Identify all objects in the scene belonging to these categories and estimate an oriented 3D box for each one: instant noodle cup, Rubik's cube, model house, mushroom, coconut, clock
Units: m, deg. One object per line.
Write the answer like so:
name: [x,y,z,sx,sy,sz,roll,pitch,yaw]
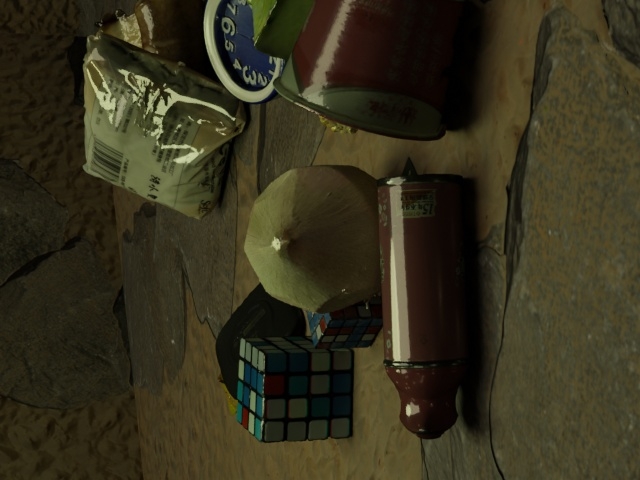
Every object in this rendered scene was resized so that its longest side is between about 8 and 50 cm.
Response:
instant noodle cup: [0.074,-0.247,1.401,0.235,0.235,0.178,-129,53,-60]
Rubik's cube: [-0.044,0.243,1.821,0.154,0.155,0.151,-164,76,-69]
model house: [0.007,-0.374,1.608,0.211,0.194,0.170,-101,29,-45]
Rubik's cube: [0.036,0.105,1.682,0.092,0.092,0.092,116,147,-50]
mushroom: [-0.352,-0.386,2.651,0.314,0.224,0.397,-12,94,48]
coconut: [0.000,0.000,1.538,0.234,0.224,0.224,-36,-46,-67]
clock: [-0.115,-0.365,1.989,0.230,0.083,0.230,23,124,41]

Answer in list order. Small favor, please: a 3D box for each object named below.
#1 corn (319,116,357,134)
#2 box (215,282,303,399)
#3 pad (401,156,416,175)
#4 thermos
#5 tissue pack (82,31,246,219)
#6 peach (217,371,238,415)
corn: [0.017,-0.282,1.726,0.093,0.093,0.244,115,145,-51]
box: [-0.122,0.176,2.070,0.212,0.042,0.201,-49,36,12]
pad: [0.118,-0.007,1.581,0.190,0.004,0.127,107,154,-42]
thermos: [0.127,0.086,1.404,0.136,0.110,0.330,171,97,-70]
tissue pack: [-0.365,-0.245,2.444,0.195,0.390,0.375,-58,-7,-40]
peach: [-0.135,0.277,2.140,0.151,0.118,0.151,50,159,28]
